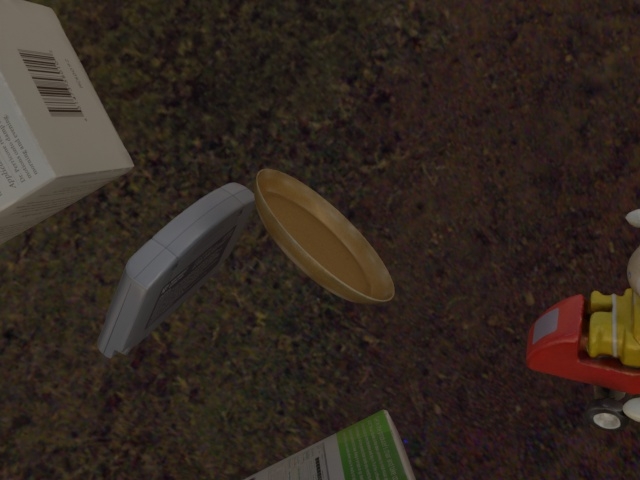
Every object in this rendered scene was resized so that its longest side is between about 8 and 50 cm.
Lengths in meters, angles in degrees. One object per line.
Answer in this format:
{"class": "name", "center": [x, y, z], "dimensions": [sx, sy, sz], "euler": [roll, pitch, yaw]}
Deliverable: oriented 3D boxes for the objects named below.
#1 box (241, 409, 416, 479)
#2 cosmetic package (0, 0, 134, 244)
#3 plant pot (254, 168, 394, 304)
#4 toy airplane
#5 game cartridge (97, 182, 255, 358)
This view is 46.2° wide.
{"class": "box", "center": [-0.039, 0.332, 0.860], "dimensions": [0.322, 0.058, 0.232], "euler": [-28, 13, 3]}
{"class": "cosmetic package", "center": [-0.404, -0.068, 0.747], "dimensions": [0.366, 0.155, 0.197], "euler": [-25, 92, 17]}
{"class": "plant pot", "center": [0.000, 0.000, 0.974], "dimensions": [0.032, 0.236, 0.236], "euler": [-47, 46, 17]}
{"class": "toy airplane", "center": [0.487, 0.102, 0.947], "dimensions": [0.384, 0.272, 0.386], "euler": [-38, 30, -3]}
{"class": "game cartridge", "center": [-0.204, 0.030, 1.107], "dimensions": [0.196, 0.060, 0.294], "euler": [-54, -4, 37]}
